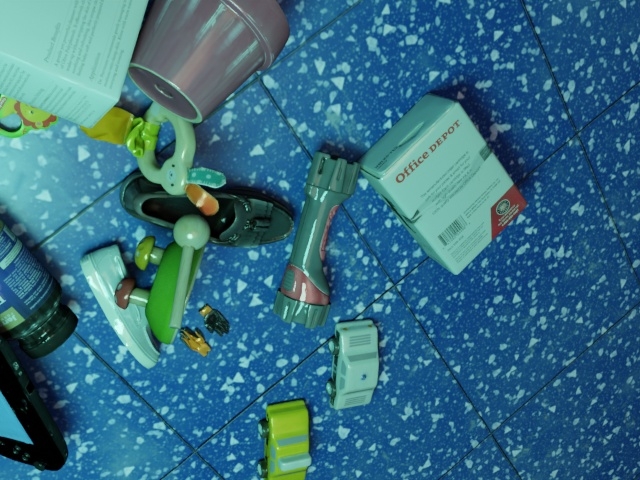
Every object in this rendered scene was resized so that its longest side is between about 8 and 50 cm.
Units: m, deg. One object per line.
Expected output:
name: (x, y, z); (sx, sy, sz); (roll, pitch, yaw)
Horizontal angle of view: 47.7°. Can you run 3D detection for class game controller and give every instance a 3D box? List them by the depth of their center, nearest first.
game controller: (-0.499, 0.235, 1.099); (0.166, 0.067, 0.319); (0, 127, 16)

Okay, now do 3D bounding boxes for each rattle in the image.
rattle: (-0.243, -0.124, 1.057); (0.130, 0.200, 0.142); (-36, 155, 16)

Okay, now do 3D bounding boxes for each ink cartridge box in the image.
ink cartridge box: (0.225, -0.104, 1.337); (0.197, 0.114, 0.273); (-44, 121, -3)

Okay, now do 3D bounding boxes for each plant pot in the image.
plant pot: (-0.172, -0.276, 1.024); (0.201, 0.201, 0.180); (39, 74, -30)

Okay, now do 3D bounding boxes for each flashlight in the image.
flashlight: (0.000, 0.000, 1.288); (0.103, 0.103, 0.304); (17, 98, 2)

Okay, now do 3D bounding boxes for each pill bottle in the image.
pill bottle: (-0.470, 0.071, 1.083); (0.122, 0.123, 0.219); (-38, 119, -8)

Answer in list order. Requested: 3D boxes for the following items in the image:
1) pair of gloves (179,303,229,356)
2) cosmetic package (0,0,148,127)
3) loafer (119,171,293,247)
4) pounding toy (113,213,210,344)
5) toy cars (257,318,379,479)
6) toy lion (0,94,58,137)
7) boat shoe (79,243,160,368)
pair of gloves: (-0.208, 0.162, 1.298); (0.083, 0.010, 0.074); (-46, 119, -6)
cosmetic package: (-0.422, -0.310, 0.914); (0.365, 0.155, 0.197); (21, 73, -27)
loafer: (-0.176, -0.037, 1.191); (0.302, 0.095, 0.109); (12, 104, -27)
pounding toy: (-0.247, 0.053, 1.095); (0.110, 0.237, 0.183); (18, 72, -10)
toy cars: (0.006, 0.335, 1.413); (0.176, 0.087, 0.394); (40, 89, -30)
toy lion: (-0.434, -0.192, 1.059); (0.096, 0.034, 0.100); (32, 94, -37)
boat shoe: (-0.309, 0.109, 1.193); (0.081, 0.079, 0.228); (-27, 114, -8)
